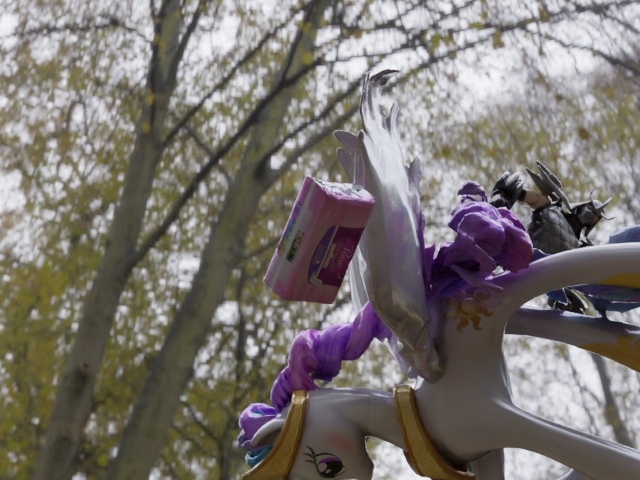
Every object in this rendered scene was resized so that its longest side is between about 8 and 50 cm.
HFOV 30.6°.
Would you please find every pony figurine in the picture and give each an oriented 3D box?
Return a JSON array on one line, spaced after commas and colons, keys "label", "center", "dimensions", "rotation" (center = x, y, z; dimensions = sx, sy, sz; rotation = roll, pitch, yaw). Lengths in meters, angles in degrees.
[{"label": "pony figurine", "center": [0.107, 0.067, 0.925], "dimensions": [0.363, 0.351, 0.303], "rotation": [3, -8, 2]}]

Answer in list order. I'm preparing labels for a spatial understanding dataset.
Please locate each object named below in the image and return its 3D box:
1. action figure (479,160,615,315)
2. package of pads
[{"label": "action figure", "center": [0.214, 0.029, 1.315], "dimensions": [0.285, 0.099, 0.185], "rotation": [-32, -95, -6]}, {"label": "package of pads", "center": [0.000, 0.000, 0.780], "dimensions": [0.050, 0.032, 0.083], "rotation": [7, -68, -40]}]
